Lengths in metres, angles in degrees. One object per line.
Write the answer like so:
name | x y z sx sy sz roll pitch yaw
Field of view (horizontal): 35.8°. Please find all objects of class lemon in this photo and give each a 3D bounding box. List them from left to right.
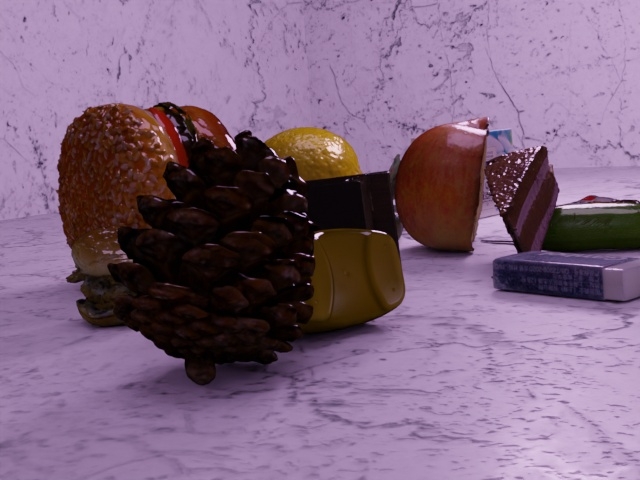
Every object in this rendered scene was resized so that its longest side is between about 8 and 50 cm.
lemon | -0.044 -0.141 2.309 0.311 0.253 0.253 -1 8 30

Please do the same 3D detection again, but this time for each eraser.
eraser | 0.343 0.046 1.343 0.092 0.046 0.213 -10 9 -40

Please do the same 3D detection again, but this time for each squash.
squash | 0.481 -0.024 1.679 0.293 0.082 0.082 -2 7 16

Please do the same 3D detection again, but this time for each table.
table | 0.000 0.000 1.431 0.193 0.172 0.169 -6 7 18

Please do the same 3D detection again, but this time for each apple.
apple | 0.224 -0.111 1.847 0.163 0.251 0.293 5 9 9

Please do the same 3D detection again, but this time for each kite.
kite | 0.155 -0.127 2.204 0.013 0.267 0.323 34 15 -10

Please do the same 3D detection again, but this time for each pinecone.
pinecone | -0.107 0.015 1.036 0.224 0.272 0.224 10 -17 3

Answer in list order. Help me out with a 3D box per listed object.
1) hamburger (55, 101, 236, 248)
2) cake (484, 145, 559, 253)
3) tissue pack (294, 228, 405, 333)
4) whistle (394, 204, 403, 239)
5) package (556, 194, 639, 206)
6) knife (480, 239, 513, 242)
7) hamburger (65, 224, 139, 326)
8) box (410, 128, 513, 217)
hamburger | -0.297 -0.081 1.695 0.250 0.329 0.330 -4 5 -36
cake | 0.335 -0.062 1.616 0.113 0.116 0.295 -25 20 22
tissue pack | 0.002 0.050 1.208 0.178 0.123 0.127 -6 -6 -38
whistle | 0.150 -0.039 2.081 0.057 0.068 0.326 32 8 1
package | 0.610 -0.072 2.195 0.154 0.030 0.239 -9 9 -19
knife | 0.365 0.002 1.843 0.023 0.010 0.170 -3 2 -41
hamburger | -0.264 0.046 1.401 0.185 0.131 0.159 -3 10 -20
box | 0.343 -0.155 2.338 0.116 0.203 0.274 2 9 43
